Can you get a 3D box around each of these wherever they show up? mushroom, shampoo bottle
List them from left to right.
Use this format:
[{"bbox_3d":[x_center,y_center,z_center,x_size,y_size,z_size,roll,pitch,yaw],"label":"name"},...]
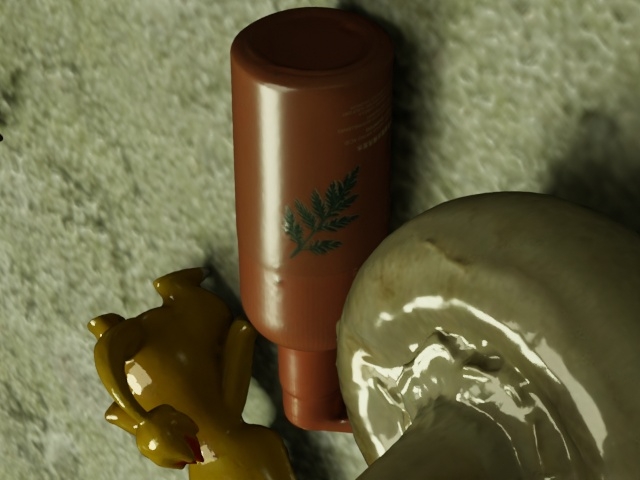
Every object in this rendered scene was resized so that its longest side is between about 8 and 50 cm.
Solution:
[{"bbox_3d":[-0.002,-0.001,1.013,0.085,0.085,0.244,32,138,39],"label":"shampoo bottle"},{"bbox_3d":[0.075,0.092,0.851,0.207,0.215,0.207,27,135,31],"label":"mushroom"}]

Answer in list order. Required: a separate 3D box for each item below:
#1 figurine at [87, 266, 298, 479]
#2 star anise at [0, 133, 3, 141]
[{"bbox_3d":[-0.074,0.111,1.153,0.121,0.122,0.176,-34,93,19],"label":"figurine"},{"bbox_3d":[-0.260,-0.088,1.317,0.190,0.070,0.097,8,116,49],"label":"star anise"}]
